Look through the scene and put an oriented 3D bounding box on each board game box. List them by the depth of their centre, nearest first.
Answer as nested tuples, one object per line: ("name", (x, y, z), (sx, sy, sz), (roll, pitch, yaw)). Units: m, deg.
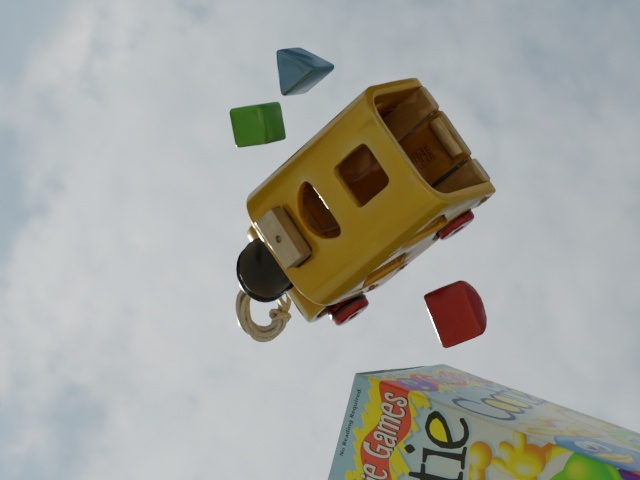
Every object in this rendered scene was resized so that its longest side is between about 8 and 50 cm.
("board game box", (0.153, 0.192, 1.237), (0.275, 0.142, 0.144), (18, -82, 28))

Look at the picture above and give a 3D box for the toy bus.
("toy bus", (0.005, -0.011, 1.159), (0.191, 0.104, 0.202), (11, -76, 29))
